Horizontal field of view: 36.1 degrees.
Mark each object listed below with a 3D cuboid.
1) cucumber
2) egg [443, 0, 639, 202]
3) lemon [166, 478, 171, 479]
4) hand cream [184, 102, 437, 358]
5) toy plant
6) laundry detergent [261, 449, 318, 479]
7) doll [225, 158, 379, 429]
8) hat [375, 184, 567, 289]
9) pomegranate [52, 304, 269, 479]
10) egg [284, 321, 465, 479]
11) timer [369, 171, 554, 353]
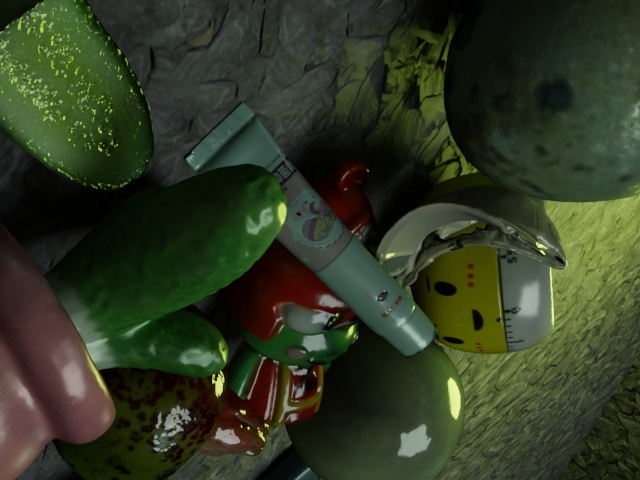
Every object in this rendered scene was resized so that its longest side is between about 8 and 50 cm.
[{"bbox_3d":[-0.209,-0.115,0.787,0.115,0.063,0.244,-48,153,-12],"label":"cucumber"},{"bbox_3d":[0.338,-0.222,1.123,0.428,0.345,0.345,-26,150,-4],"label":"egg"},{"bbox_3d":[-0.230,0.447,1.289,0.268,0.268,0.322,-43,161,-7],"label":"lemon"},{"bbox_3d":[0.000,0.000,1.051,0.085,0.331,0.058,-44,-165,0],"label":"hand cream"},{"bbox_3d":[-0.213,0.067,0.816,0.356,0.210,0.317,-27,-173,-20],"label":"toy plant"},{"bbox_3d":[-0.084,0.442,1.703,0.206,0.061,0.096,-41,160,-10],"label":"laundry detergent"},{"bbox_3d":[-0.020,0.059,1.180,0.183,0.160,0.363,-6,130,-43],"label":"doll"},{"bbox_3d":[0.161,-0.024,1.150,0.220,0.164,0.226,-10,146,23],"label":"hat"},{"bbox_3d":[-0.161,0.171,1.035,0.248,0.214,0.214,28,108,-18],"label":"pomegranate"},{"bbox_3d":[0.074,0.236,1.410,0.258,0.258,0.352,-41,-174,-11],"label":"egg"},{"bbox_3d":[0.189,0.035,1.401,0.285,0.285,0.285,-34,150,-23],"label":"timer"}]
